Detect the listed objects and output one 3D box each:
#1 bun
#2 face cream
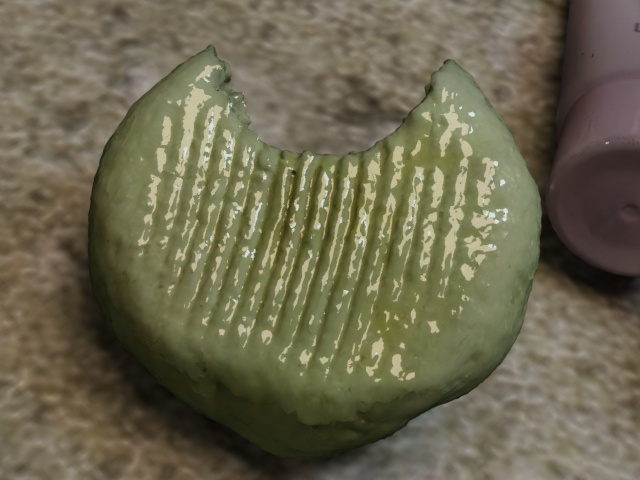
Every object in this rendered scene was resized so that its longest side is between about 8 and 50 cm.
[{"bbox_3d":[0.000,0.000,0.851,0.212,0.126,0.204,33,80,12],"label":"bun"},{"bbox_3d":[0.197,-0.094,1.009,0.154,0.096,0.274,22,41,2],"label":"face cream"}]
